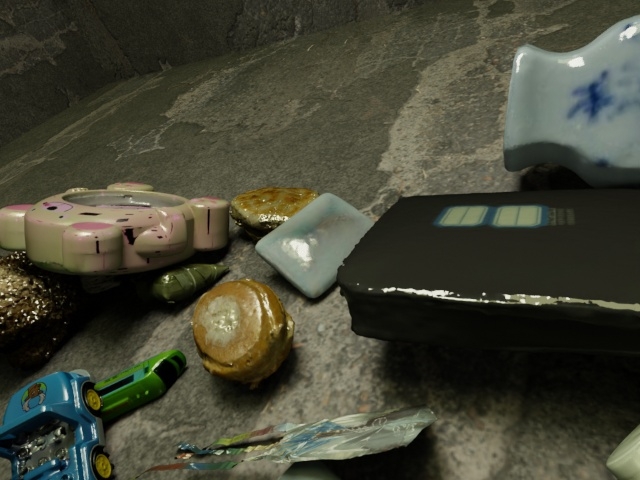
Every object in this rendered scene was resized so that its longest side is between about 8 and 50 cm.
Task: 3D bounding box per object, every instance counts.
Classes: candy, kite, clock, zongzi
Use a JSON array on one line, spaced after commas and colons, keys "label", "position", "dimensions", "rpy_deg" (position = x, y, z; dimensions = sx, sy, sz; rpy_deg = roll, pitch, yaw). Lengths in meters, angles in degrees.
[{"label": "candy", "position": [0.000, 0.000, 0.708], "dimensions": [0.138, 0.071, 0.174], "rpy_deg": [38, 60, 26]}, {"label": "kite", "position": [-0.042, 0.196, 0.427], "dimensions": [0.310, 0.169, 0.015], "rpy_deg": [-15, 78, 10]}, {"label": "clock", "position": [-0.346, -0.027, 0.769], "dimensions": [0.284, 0.114, 0.309], "rpy_deg": [14, 16, 25]}, {"label": "zongzi", "position": [-0.256, 0.071, 0.787], "dimensions": [0.154, 0.062, 0.131], "rpy_deg": [-8, 11, 43]}]

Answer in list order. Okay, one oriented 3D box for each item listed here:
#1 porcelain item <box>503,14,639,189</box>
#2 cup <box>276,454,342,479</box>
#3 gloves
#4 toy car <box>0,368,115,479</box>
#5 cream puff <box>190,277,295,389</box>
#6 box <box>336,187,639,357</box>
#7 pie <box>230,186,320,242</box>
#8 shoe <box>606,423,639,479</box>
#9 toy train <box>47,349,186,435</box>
[{"label": "porcelain item", "position": [0.474, -0.179, 0.591], "dimensions": [0.406, 0.242, 0.179], "rpy_deg": [8, 8, 26]}, {"label": "cup", "position": [0.003, 0.263, 0.342], "dimensions": [0.128, 0.095, 0.130], "rpy_deg": [-40, 37, -24]}, {"label": "gloves", "position": [-0.497, 0.097, 0.754], "dimensions": [0.210, 0.135, 0.312], "rpy_deg": [36, 28, 12]}, {"label": "toy car", "position": [-0.307, 0.234, 0.491], "dimensions": [0.097, 0.100, 0.191], "rpy_deg": [-28, 55, -5]}, {"label": "cream puff", "position": [-0.096, 0.117, 0.573], "dimensions": [0.126, 0.103, 0.144], "rpy_deg": [-49, 56, -3]}, {"label": "box", "position": [0.227, 0.012, 0.516], "dimensions": [0.351, 0.090, 0.359], "rpy_deg": [0, 22, 25]}, {"label": "pie", "position": [-0.081, -0.057, 0.836], "dimensions": [0.163, 0.078, 0.193], "rpy_deg": [-26, 32, -19]}, {"label": "shoe", "position": [0.355, 0.145, 0.349], "dimensions": [0.265, 0.095, 0.110], "rpy_deg": [-26, 53, -16]}, {"label": "toy train", "position": [-0.279, 0.213, 0.587], "dimensions": [0.209, 0.044, 0.042], "rpy_deg": [-25, 34, -7]}]
